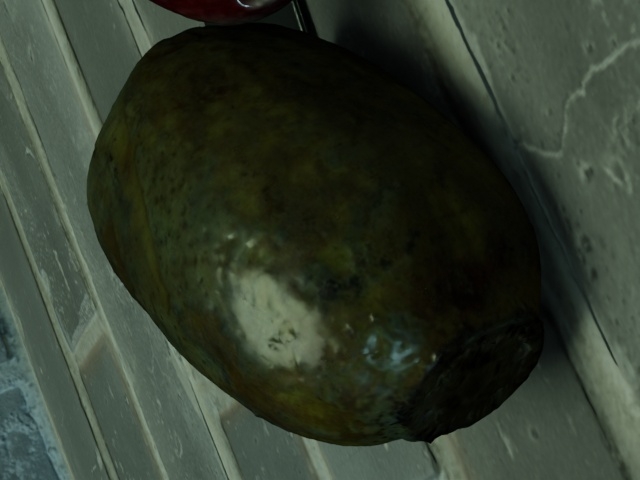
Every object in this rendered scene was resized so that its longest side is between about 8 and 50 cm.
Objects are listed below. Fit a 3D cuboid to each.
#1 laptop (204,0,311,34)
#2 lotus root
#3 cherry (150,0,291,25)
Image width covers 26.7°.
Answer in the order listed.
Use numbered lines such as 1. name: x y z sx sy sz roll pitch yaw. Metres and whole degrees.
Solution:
1. laptop: -0.061 -0.198 1.175 0.180 0.016 0.129 -28 79 64
2. lotus root: 0.000 0.000 0.940 0.346 0.250 0.250 42 140 40
3. cherry: -0.072 -0.286 0.943 0.230 0.203 0.300 118 144 -58
